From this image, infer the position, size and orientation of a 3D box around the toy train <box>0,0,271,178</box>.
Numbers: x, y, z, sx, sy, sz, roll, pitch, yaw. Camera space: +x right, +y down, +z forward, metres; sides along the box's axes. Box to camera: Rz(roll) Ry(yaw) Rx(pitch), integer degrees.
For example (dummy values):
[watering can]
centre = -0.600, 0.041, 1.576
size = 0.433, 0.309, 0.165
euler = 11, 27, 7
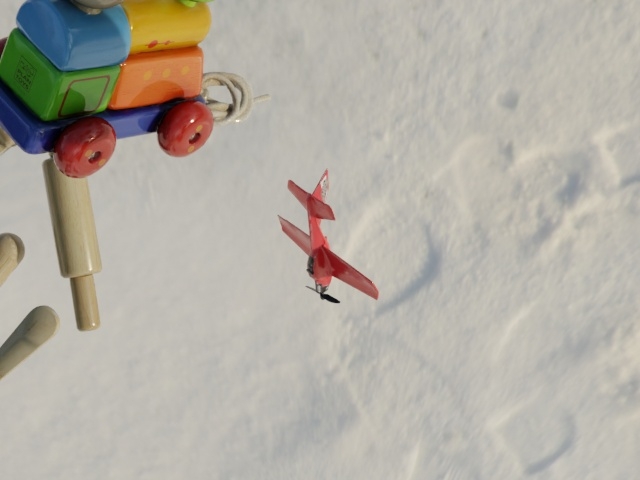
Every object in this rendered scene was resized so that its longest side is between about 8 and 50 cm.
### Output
[toy train]
centre = -0.093, -0.138, 0.873
size = 0.105, 0.143, 0.248
euler = 45, 36, 23

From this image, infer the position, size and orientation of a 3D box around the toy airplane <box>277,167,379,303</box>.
[toy airplane]
centre = 0.000, 0.000, 1.273
size = 0.028, 0.151, 0.151
euler = -27, 74, -30

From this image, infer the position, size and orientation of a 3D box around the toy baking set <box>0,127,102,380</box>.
[toy baking set]
centre = -0.245, 0.014, 0.954
size = 0.196, 0.030, 0.256
euler = -13, 90, 17
